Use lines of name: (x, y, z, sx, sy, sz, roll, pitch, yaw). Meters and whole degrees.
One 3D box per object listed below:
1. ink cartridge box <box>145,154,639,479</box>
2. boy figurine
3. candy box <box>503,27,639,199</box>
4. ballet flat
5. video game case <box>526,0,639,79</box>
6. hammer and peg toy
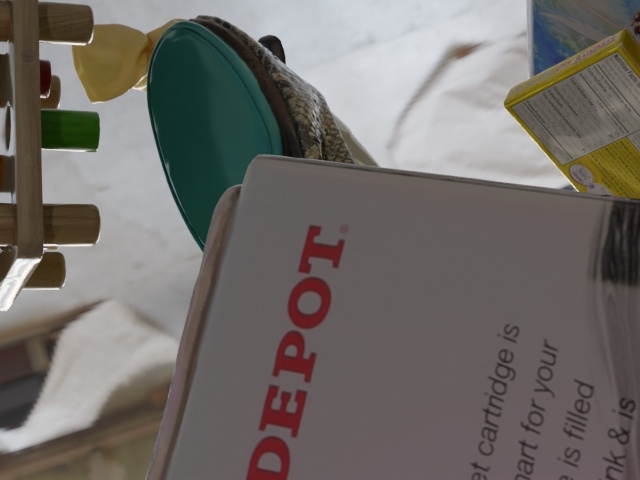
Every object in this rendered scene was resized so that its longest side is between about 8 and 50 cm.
ink cartridge box: (0.137, 0.143, 0.556, 0.395, 0.285, 0.166, 9, 166, 21)
boy figurine: (-0.157, -0.199, 1.629, 0.177, 0.092, 0.285, -11, 178, 36)
candy box: (0.234, -0.051, 1.024, 0.105, 0.206, 0.027, -27, -154, 39)
ballet flat: (0.000, 0.000, 1.124, 0.182, 0.482, 0.164, 11, 123, -32)
video game case: (0.322, -0.222, 1.301, 0.270, 0.061, 0.244, -3, 119, 5)
hammer and peg toy: (-0.285, -0.131, 1.321, 0.127, 0.361, 0.266, 1, 166, -19)
